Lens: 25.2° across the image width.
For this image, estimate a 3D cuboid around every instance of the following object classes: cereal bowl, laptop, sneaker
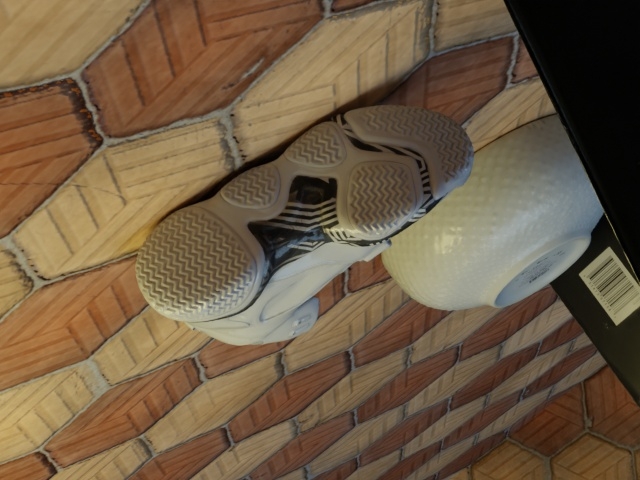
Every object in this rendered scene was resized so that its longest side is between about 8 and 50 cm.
[{"bbox_3d":[0.258,-0.013,1.914,0.339,0.141,0.339,-30,160,-12],"label":"cereal bowl"},{"bbox_3d":[0.409,-0.223,1.321,0.236,0.382,0.408,-20,-171,47],"label":"laptop"},{"bbox_3d":[-0.009,-0.008,1.509,0.365,0.137,0.210,-27,161,-3],"label":"sneaker"}]

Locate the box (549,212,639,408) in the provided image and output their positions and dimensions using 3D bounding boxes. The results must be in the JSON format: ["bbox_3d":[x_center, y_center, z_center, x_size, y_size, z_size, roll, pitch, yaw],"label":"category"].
[{"bbox_3d":[0.511,0.039,2.137,0.312,0.343,0.179,-11,150,-50],"label":"box"}]
